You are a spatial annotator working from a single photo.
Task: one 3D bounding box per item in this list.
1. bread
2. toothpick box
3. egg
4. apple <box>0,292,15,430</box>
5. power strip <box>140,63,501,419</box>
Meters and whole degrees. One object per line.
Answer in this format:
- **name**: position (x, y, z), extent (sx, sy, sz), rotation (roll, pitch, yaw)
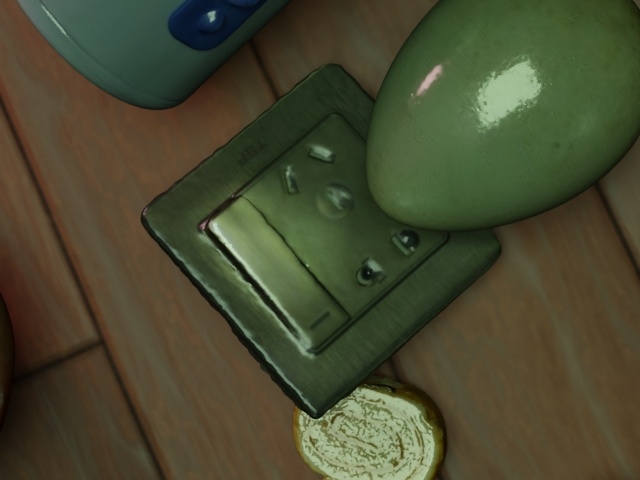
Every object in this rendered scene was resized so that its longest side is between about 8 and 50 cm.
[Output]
- **bread**: position (0.045, 0.189, 1.825), extent (0.149, 0.073, 0.122), rotation (12, 92, 7)
- **toothpick box**: position (-0.088, -0.300, 1.722), extent (0.354, 0.263, 0.263), rotation (-40, 84, 22)
- **egg**: position (0.165, -0.125, 1.742), extent (0.295, 0.218, 0.218), rotation (-37, 85, -1)
- **apple**: position (-0.446, 0.132, 1.775), extent (0.319, 0.319, 0.277), rotation (40, 128, 6)
- **power strip**: position (-0.002, 0.001, 1.820), extent (0.251, 0.092, 0.257), rotation (-39, 85, -22)
